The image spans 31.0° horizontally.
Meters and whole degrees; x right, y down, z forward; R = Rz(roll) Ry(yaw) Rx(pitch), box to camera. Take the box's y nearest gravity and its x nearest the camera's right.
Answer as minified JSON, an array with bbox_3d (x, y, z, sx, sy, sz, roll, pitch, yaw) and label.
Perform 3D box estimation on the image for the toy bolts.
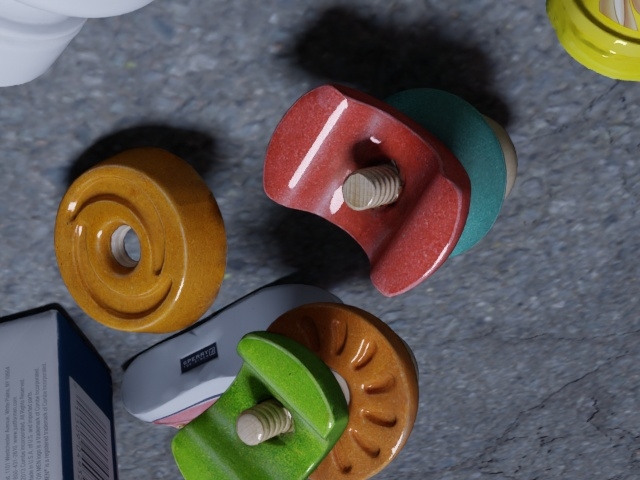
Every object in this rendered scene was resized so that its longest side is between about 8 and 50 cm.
[{"bbox_3d":[0.000,0.000,0.624,0.228,0.218,0.158,-51,163,26],"label":"toy bolts"}]

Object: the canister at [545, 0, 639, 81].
[{"bbox_3d":[0.186,-0.153,0.496,0.126,0.073,0.170,0,141,-16],"label":"canister"}]

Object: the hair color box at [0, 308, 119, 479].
[{"bbox_3d":[-0.305,0.179,0.725,0.347,0.173,0.105,-14,145,5],"label":"hair color box"}]

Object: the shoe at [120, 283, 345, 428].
[{"bbox_3d":[-0.042,0.086,0.772,0.178,0.063,0.081,-24,144,25],"label":"shoe"}]

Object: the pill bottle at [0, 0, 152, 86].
[{"bbox_3d":[-0.074,-0.153,0.378,0.124,0.124,0.221,19,133,-35],"label":"pill bottle"}]
